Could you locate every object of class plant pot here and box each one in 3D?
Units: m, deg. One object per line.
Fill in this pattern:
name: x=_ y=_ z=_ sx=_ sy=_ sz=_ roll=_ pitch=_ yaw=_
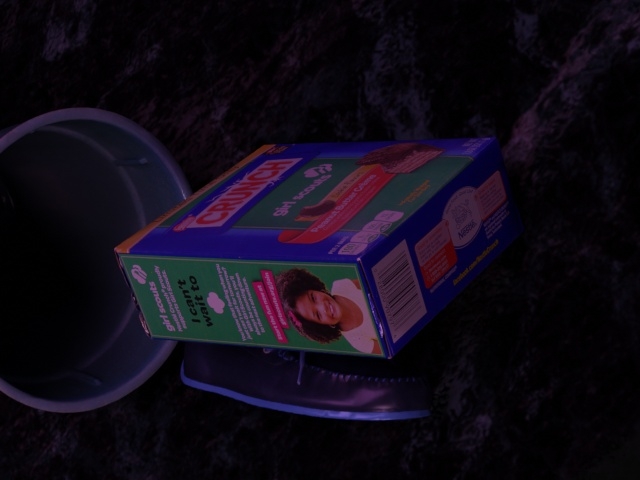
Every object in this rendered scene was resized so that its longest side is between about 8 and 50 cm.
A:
plant pot: x=-0.376 y=0.010 z=2.026 sx=0.334 sy=0.341 sz=0.341 roll=6 pitch=78 yaw=47

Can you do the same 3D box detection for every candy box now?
candy box: x=0.000 y=0.000 z=1.749 sx=0.317 sy=0.268 sz=0.122 roll=0 pitch=117 yaw=38

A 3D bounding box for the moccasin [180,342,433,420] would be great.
moccasin: x=-0.028 y=0.119 z=1.811 sx=0.342 sy=0.137 sz=0.117 roll=7 pitch=91 yaw=39
